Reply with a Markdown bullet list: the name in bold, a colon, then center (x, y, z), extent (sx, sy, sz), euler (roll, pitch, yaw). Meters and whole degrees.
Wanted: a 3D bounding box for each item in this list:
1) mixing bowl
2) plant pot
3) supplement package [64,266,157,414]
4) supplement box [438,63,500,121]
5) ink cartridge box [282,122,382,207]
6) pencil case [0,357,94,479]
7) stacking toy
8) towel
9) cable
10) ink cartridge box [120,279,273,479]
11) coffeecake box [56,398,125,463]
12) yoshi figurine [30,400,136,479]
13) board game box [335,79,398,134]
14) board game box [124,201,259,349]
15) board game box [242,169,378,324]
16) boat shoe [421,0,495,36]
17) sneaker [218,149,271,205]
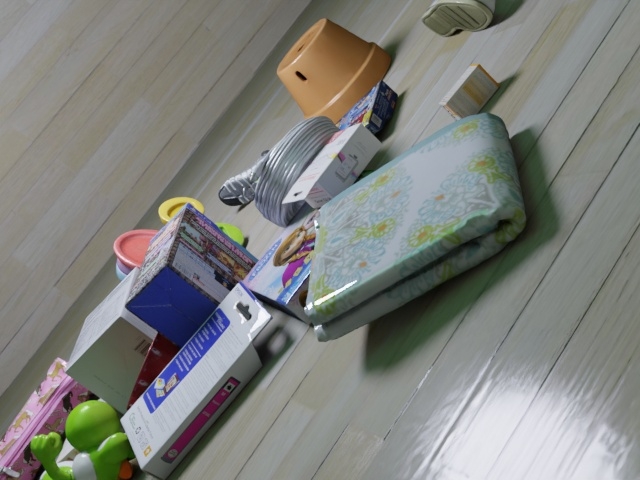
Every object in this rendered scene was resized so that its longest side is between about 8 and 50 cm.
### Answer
- **mixing bowl**: center (-0.323, 0.283, 1.810), extent (0.181, 0.098, 0.181), euler (-158, 90, -86)
- **plant pot**: center (0.018, -0.462, 2.369), extent (0.291, 0.203, 0.291), euler (-44, 19, 19)
- **supplement package**: center (-0.437, 0.237, 2.044), extent (0.198, 0.199, 0.262), euler (-45, 19, 13)
- **supplement box**: center (0.276, -0.270, 1.614), extent (0.098, 0.062, 0.036), euler (-50, 19, -3)
- **ink cartridge box**: center (0.021, -0.131, 1.713), extent (0.198, 0.067, 0.115), euler (-53, 18, -19)
- **pencil case**: center (-0.755, 0.497, 2.340), extent (0.167, 0.160, 0.386), euler (15, 62, 43)
- **stacking toy**: center (-0.361, 0.043, 2.262), extent (0.309, 0.280, 0.130), euler (-41, -34, -42)
- **towel**: center (0.141, -0.026, 1.361), extent (0.375, 0.090, 0.320), euler (-32, 27, 23)
- **cable**: center (-0.038, -0.147, 1.876), extent (0.257, 0.089, 0.257), euler (-53, -19, -5)
- **ink cartridge box**: center (-0.226, 0.261, 1.661), extent (0.371, 0.069, 0.176), euler (-51, 33, 1)
- **coffeecake box**: center (-0.522, 0.445, 2.041), extent (0.185, 0.068, 0.142), euler (-42, 19, 21)
- **yoshi figurine**: center (-0.516, 0.460, 1.812), extent (0.362, 0.203, 0.203), euler (-38, 14, 23)
- **board game box**: center (0.082, -0.256, 2.043), extent (0.194, 0.060, 0.194), euler (-37, 22, 37)
- **board game box**: center (-0.263, 0.092, 1.876), extent (0.141, 0.232, 0.291), euler (-43, 18, 20)
- **board game box**: center (0.000, 0.000, 1.711), extent (0.318, 0.066, 0.318), euler (-52, 18, -10)
- **boat shoe**: center (0.319, -0.537, 1.962), extent (0.103, 0.113, 0.302), euler (-56, 17, -1)
- **sneaker**: center (-0.190, -0.189, 2.528), extent (0.229, 0.086, 0.132), euler (-30, 20, 23)
